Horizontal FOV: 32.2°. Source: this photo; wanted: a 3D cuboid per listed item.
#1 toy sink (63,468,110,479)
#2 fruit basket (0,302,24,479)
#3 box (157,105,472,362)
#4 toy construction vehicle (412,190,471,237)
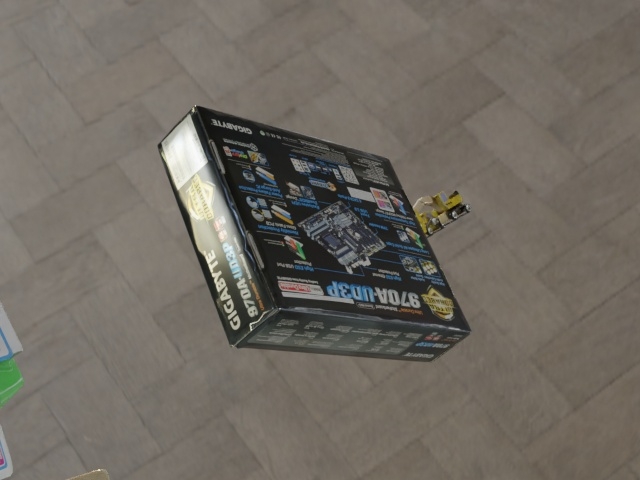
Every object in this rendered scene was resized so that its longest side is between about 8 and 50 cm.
[{"bbox_3d":[-0.233,0.300,0.928,0.152,0.234,0.131,-16,63,-16],"label":"toy sink"},{"bbox_3d":[-0.409,0.091,0.962,0.165,0.353,0.327,-28,85,8],"label":"fruit basket"},{"bbox_3d":[0.000,0.000,0.824,0.051,0.220,0.175,-41,58,30],"label":"box"},{"bbox_3d":[0.102,-0.021,1.122,0.098,0.086,0.035,-24,84,-42],"label":"toy construction vehicle"}]
